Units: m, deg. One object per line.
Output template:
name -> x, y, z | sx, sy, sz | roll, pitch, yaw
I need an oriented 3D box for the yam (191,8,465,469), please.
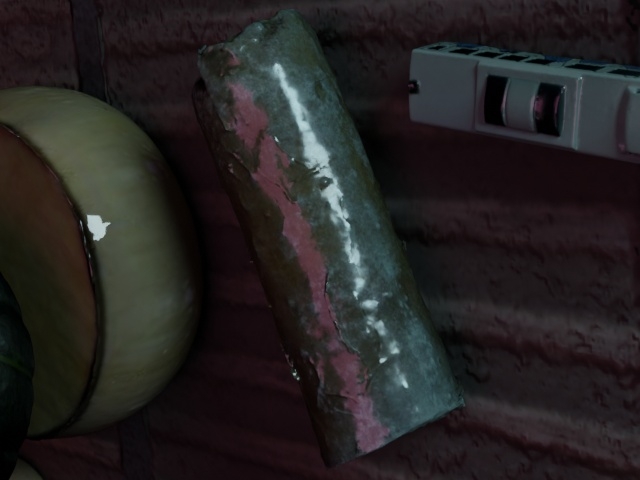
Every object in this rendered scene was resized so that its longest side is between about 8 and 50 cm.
yam -> 0.000, 0.000, 0.681 | 0.093, 0.093, 0.259 | -23, 88, 42

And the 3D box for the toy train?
toy train -> 0.136, -0.065, 0.574 | 0.207, 0.047, 0.043 | 15, 114, 38

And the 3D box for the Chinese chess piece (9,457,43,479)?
Chinese chess piece -> -0.278, 0.247, 1.018 | 0.122, 0.051, 0.122 | 13, 112, 35

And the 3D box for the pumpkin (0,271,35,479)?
pumpkin -> -0.299, 0.095, 0.761 | 0.250, 0.216, 0.249 | -5, 76, 19

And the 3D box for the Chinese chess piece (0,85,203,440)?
Chinese chess piece -> -0.201, 0.017, 0.845 | 0.257, 0.104, 0.257 | 13, 112, 36
